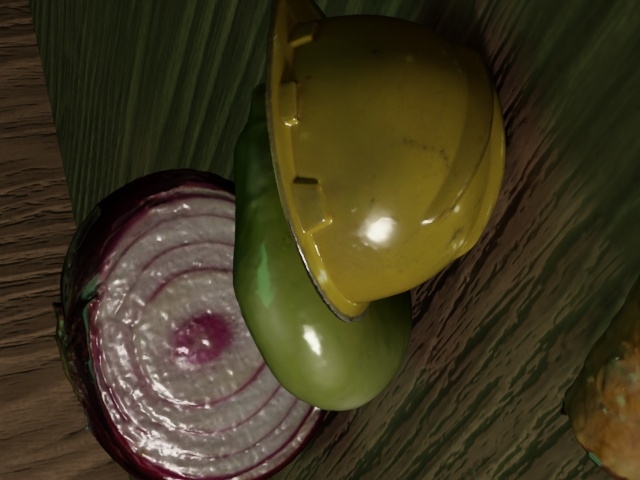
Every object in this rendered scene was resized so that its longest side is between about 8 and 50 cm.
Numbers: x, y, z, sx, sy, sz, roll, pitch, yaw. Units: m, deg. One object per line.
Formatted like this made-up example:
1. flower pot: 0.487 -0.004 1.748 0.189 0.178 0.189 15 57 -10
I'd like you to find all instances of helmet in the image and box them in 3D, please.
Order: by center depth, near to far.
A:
1. helmet: 0.059 -0.076 0.907 0.205 0.140 0.257 43 -139 -59

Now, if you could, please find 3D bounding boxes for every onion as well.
1. onion: -0.135 0.087 1.341 0.260 0.282 0.336 -163 53 -72

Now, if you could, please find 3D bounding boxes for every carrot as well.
1. carrot: 0.197 0.018 0.620 0.102 0.102 0.263 -116 28 -42

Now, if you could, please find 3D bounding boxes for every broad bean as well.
1. broad bean: 0.001 0.000 1.057 0.238 0.119 0.291 52 -151 -58
